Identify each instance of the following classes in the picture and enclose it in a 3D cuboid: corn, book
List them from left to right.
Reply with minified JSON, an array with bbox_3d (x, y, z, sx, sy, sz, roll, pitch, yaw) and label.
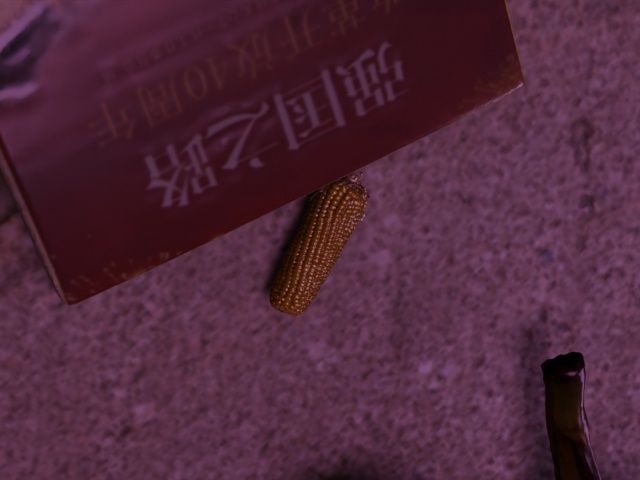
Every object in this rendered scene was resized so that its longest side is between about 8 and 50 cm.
[{"bbox_3d":[-0.063,-0.176,0.740,0.263,0.028,0.374,-27,122,-13],"label":"book"},{"bbox_3d":[0.000,0.000,0.852,0.028,0.027,0.083,2,119,-61],"label":"corn"}]

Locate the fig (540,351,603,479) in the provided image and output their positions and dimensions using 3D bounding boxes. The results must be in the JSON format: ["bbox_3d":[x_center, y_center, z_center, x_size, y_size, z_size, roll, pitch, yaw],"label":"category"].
[{"bbox_3d":[0.198,0.205,0.966,0.191,0.191,0.290,0,97,-25],"label":"fig"}]
